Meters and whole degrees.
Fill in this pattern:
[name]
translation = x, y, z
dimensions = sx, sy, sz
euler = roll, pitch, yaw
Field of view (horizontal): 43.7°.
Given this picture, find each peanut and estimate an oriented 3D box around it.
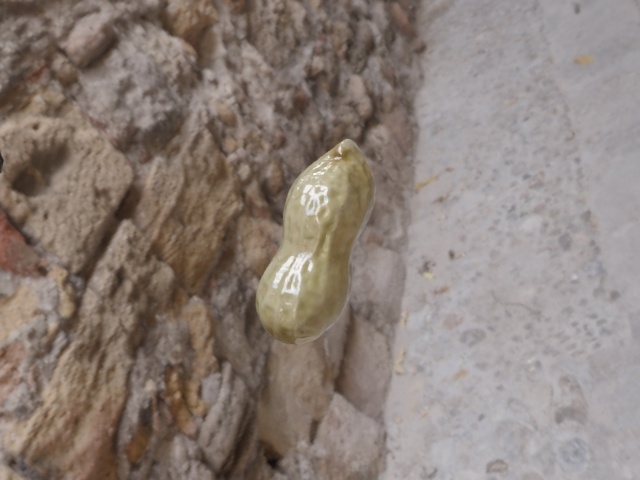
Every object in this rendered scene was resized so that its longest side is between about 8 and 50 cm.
[peanut]
translation = 0.000, 0.000, 0.687
dimensions = 0.082, 0.082, 0.187
euler = 1, 73, 56

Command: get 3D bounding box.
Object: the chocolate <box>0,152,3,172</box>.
[chocolate]
translation = -0.447, -0.124, 0.931
dimensions = 0.125, 0.148, 0.080
euler = -43, 34, 19
